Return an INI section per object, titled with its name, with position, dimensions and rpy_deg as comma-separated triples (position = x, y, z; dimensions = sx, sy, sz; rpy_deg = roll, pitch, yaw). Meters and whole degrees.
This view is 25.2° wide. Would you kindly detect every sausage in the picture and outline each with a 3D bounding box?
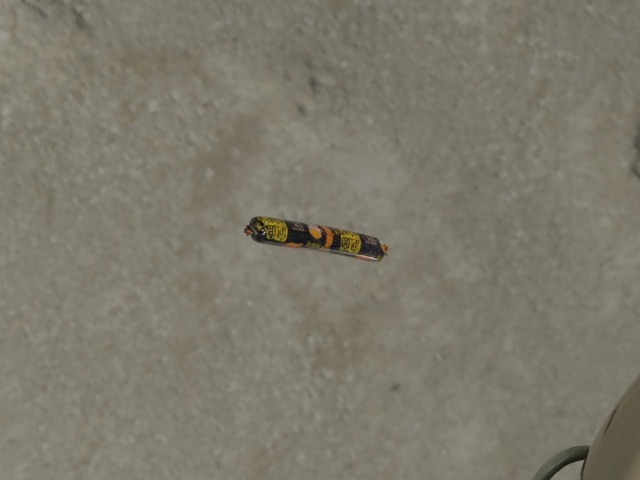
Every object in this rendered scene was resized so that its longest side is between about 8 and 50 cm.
[sausage]
position = 0.000, 0.000, 1.259
dimensions = 0.198, 0.028, 0.025
rpy_deg = 10, 113, -50

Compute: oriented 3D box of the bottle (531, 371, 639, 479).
[bottle]
position = 0.179, 0.139, 0.703
dimensions = 0.236, 0.147, 0.147
rpy_deg = -40, 150, 3
